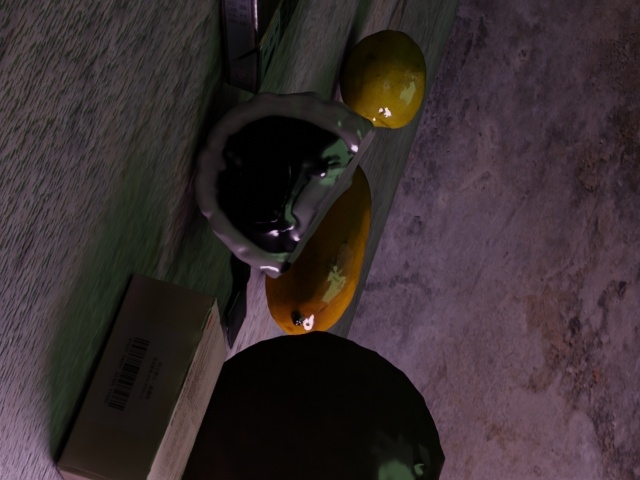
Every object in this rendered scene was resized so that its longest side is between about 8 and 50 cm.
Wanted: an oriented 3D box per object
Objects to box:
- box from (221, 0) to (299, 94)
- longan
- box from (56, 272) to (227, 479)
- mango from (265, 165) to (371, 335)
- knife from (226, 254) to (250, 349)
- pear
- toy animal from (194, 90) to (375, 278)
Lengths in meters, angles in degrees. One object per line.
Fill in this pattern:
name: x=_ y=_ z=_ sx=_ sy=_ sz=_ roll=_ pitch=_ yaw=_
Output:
box: x=-0.054 y=-0.316 z=1.435 sx=0.325 sy=0.047 sz=0.180 roll=91 pitch=17 yaw=-60
longan: x=-0.014 y=0.317 z=1.837 sx=0.391 sy=0.391 sz=0.391 roll=16 pitch=90 yaw=-82
box: x=-0.174 y=0.166 z=1.415 sx=0.168 sy=0.095 sz=0.212 roll=94 pitch=14 yaw=-65
mango: x=0.001 y=-0.004 z=2.168 sx=0.187 sy=0.144 sz=0.359 roll=116 pitch=-9 yaw=-53
knife: x=-0.116 y=0.087 z=1.962 sx=0.245 sy=0.019 sz=0.072 roll=96 pitch=14 yaw=-63
pear: x=0.104 y=-0.268 z=2.329 sx=0.149 sy=0.149 sz=0.162 roll=68 pitch=29 yaw=-78
toy animal: x=-0.049 y=-0.081 z=1.579 sx=0.208 sy=0.156 sz=0.204 roll=-56 pitch=178 yaw=10
